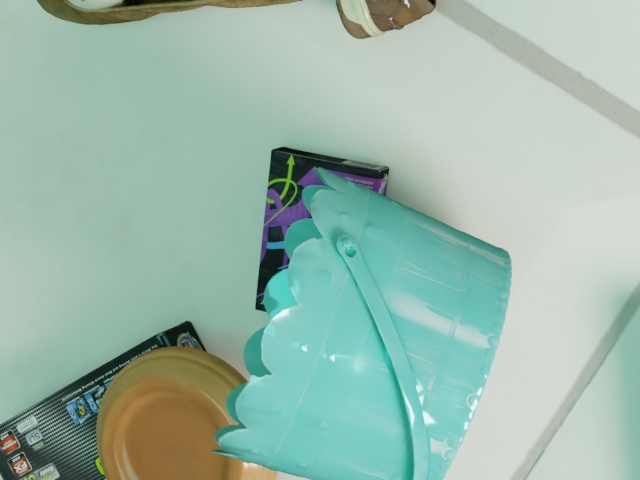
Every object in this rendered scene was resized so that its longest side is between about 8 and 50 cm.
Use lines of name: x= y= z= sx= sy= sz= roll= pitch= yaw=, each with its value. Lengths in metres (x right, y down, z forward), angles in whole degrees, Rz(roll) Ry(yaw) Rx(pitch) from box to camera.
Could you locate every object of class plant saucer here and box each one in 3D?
plant saucer: x=-0.138 y=0.204 z=1.453 sx=0.200 sy=0.037 sz=0.200 roll=4 pitch=101 yaw=23

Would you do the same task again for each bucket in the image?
bucket: x=0.035 y=0.090 z=1.276 sx=0.183 sy=0.281 sz=0.281 roll=20 pitch=109 yaw=-3

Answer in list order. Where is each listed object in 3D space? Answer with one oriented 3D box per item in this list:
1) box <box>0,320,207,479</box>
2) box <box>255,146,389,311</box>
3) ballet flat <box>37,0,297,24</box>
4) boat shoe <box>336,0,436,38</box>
box: x=-0.196 y=0.237 z=1.539 sx=0.270 sy=0.060 sz=0.216 roll=-29 pitch=86 yaw=26
box: x=0.000 y=0.000 z=1.422 sx=0.116 sy=0.029 sz=0.162 roll=12 pitch=106 yaw=23
ballet flat: x=-0.155 y=-0.260 z=1.394 sx=0.342 sy=0.124 sz=0.116 roll=4 pitch=101 yaw=25
boat shoe: x=0.044 y=-0.313 z=1.315 sx=0.095 sy=0.095 sz=0.258 roll=-10 pitch=106 yaw=22
